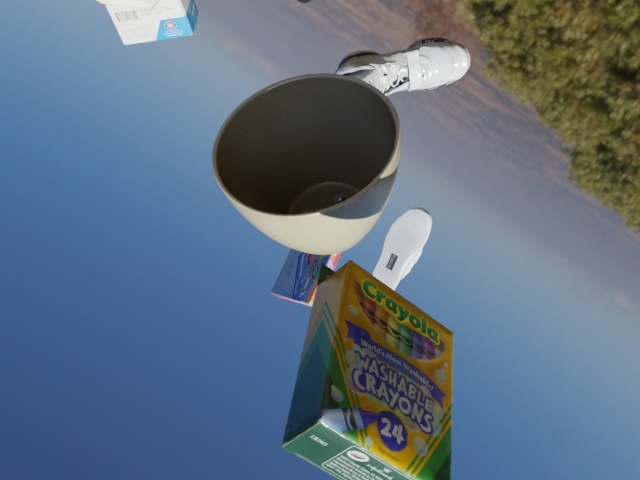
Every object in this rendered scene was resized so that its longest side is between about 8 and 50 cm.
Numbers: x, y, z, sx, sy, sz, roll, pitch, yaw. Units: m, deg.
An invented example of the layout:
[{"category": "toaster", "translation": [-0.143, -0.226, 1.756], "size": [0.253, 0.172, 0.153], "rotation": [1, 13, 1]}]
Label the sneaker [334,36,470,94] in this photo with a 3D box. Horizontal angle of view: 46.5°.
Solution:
[{"category": "sneaker", "translation": [0.191, -0.420, 1.917], "size": [0.366, 0.137, 0.210], "rotation": [-1, -151, 24]}]

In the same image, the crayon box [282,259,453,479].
[{"category": "crayon box", "translation": [0.077, 0.169, 0.990], "size": [0.203, 0.083, 0.323], "rotation": [35, -143, -19]}]

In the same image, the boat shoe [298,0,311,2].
[{"category": "boat shoe", "translation": [0.016, -0.627, 1.526], "size": [0.103, 0.285, 0.092], "rotation": [32, -148, 25]}]

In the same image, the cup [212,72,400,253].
[{"category": "cup", "translation": [-0.006, -0.107, 1.370], "size": [0.331, 0.331, 0.237], "rotation": [39, 162, 32]}]

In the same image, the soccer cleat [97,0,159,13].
[{"category": "soccer cleat", "translation": [-0.294, -0.335, 0.927], "size": [0.196, 0.068, 0.076], "rotation": [16, 151, -18]}]

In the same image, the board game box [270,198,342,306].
[{"category": "board game box", "translation": [0.000, 0.000, 1.570], "size": [0.027, 0.281, 0.145], "rotation": [32, 167, -33]}]

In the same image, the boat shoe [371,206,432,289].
[{"category": "boat shoe", "translation": [0.202, 0.015, 1.817], "size": [0.095, 0.258, 0.084], "rotation": [38, -144, 11]}]

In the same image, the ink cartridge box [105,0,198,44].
[{"category": "ink cartridge box", "translation": [-0.316, -0.457, 1.330], "size": [0.190, 0.140, 0.082], "rotation": [74, -164, -47]}]
